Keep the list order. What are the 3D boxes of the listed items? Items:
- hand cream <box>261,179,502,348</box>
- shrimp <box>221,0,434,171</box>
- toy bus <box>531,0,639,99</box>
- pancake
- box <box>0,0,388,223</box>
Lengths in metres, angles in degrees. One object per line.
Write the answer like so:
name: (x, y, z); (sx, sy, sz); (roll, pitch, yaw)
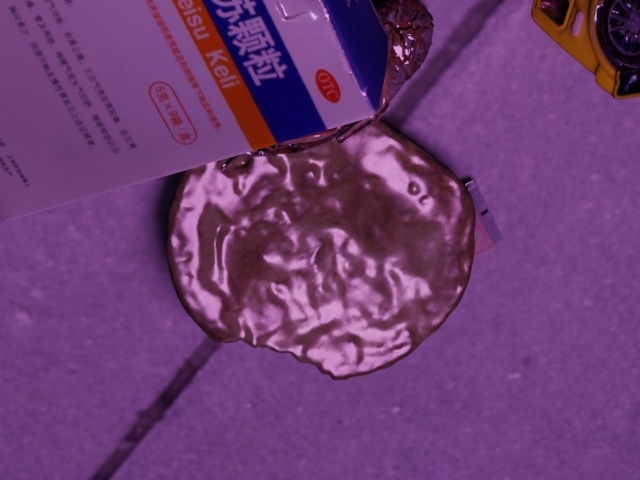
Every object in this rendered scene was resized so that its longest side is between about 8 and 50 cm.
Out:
hand cream: (0.039, 0.024, 1.528); (0.210, 0.043, 0.067); (-27, 124, 3)
shrimp: (0.003, -0.109, 1.408); (0.190, 0.075, 0.073); (-34, 116, 2)
toy bus: (0.256, -0.265, 1.296); (0.145, 0.151, 0.331); (-9, 129, -34)
pancake: (0.000, 0.000, 1.478); (0.236, 0.042, 0.222); (-1, 104, -5)
box: (-0.129, -0.149, 1.312); (0.299, 0.106, 0.200); (-14, 126, 20)
